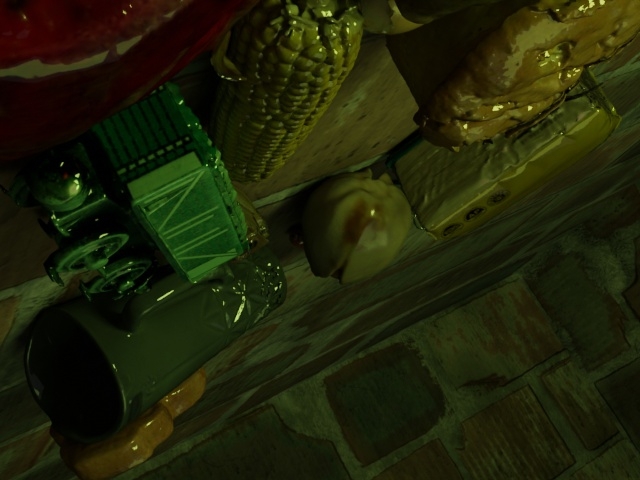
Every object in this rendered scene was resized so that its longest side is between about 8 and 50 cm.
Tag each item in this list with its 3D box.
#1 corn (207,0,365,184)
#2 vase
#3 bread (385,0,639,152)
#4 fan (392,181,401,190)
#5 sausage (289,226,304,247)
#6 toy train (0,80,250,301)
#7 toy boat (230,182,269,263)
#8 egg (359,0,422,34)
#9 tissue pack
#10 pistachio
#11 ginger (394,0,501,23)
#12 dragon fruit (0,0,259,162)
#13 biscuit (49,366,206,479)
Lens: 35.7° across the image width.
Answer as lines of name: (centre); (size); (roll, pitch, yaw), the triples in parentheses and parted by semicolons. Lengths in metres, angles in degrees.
corn: (-0.036, -0.119, 0.775); (0.091, 0.091, 0.260); (-24, 167, -22)
vase: (-0.172, 0.091, 1.157); (0.301, 0.156, 0.251); (-29, 165, -39)
bread: (0.156, -0.194, 0.810); (0.260, 0.160, 0.147); (-34, 159, 28)
fan: (0.100, -0.074, 1.421); (0.193, 0.016, 0.038); (-15, 157, -51)
sausage: (0.000, 0.000, 1.441); (0.029, 0.029, 0.223); (-35, 167, 14)
toy train: (-0.153, -0.031, 0.801); (0.154, 0.115, 0.269); (-34, 165, -7)
toy boat: (-0.094, -0.018, 1.045); (0.057, 0.077, 0.200); (-33, 167, 3)
egg: (0.062, -0.197, 0.729); (0.096, 0.080, 0.080); (-37, 171, -26)
tissue pack: (0.241, -0.125, 1.287); (0.271, 0.134, 0.192); (-36, 167, 23)
pistachio: (0.040, -0.012, 1.248); (0.144, 0.144, 0.215); (-27, 165, -17)
ginger: (0.087, -0.233, 0.570); (0.219, 0.123, 0.270); (-38, 156, 15)
dragon fruit: (-0.141, -0.113, 0.555); (0.343, 0.100, 0.282); (-25, 170, -23)
biscuit: (-0.237, 0.188, 1.247); (0.202, 0.047, 0.334); (-20, -161, 8)
